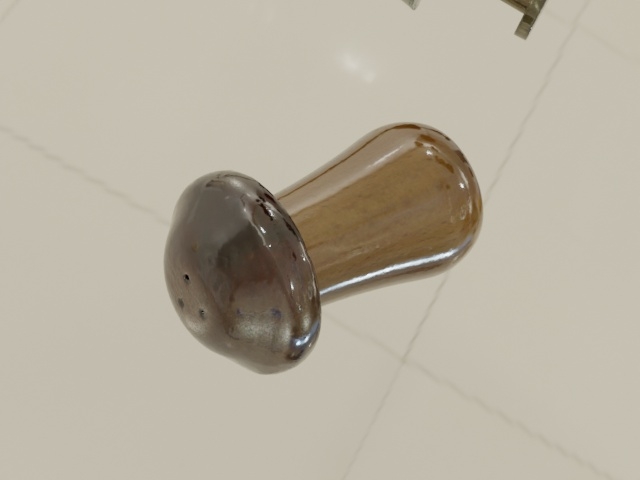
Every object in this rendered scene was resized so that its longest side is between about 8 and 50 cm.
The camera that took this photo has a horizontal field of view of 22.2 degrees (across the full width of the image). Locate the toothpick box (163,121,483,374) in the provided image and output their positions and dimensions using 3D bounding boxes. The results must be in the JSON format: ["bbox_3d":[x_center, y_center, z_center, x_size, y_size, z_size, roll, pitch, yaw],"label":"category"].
[{"bbox_3d":[0.000,0.000,1.501,0.294,0.192,0.192,-23,69,-29],"label":"toothpick box"}]

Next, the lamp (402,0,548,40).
[{"bbox_3d":[0.139,-0.291,1.733,0.215,0.121,0.121,29,54,4],"label":"lamp"}]
